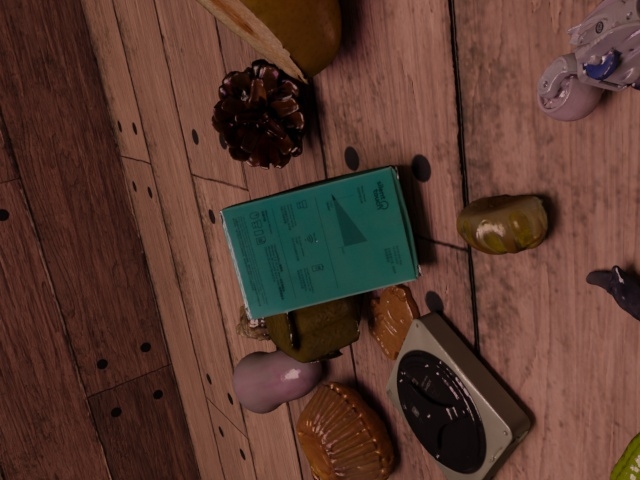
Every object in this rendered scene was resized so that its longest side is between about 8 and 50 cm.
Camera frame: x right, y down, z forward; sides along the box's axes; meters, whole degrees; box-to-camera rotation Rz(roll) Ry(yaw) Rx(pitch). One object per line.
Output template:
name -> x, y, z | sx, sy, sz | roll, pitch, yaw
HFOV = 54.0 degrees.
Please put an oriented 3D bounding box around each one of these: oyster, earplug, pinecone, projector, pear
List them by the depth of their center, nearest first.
pear -> -0.112, -0.459, 1.064 | 0.386, 0.191, 0.340 | 39, -178, -18
projector -> 0.225, 0.300, 1.128 | 0.259, 0.079, 0.257 | 52, 147, 33
pinecone -> -0.122, -0.248, 1.275 | 0.201, 0.202, 0.229 | -92, 3, -51
earplug -> -0.092, 0.355, 1.640 | 0.301, 0.172, 0.172 | -30, 81, 55
oyster -> -0.164, 0.166, 1.676 | 0.238, 0.115, 0.351 | 60, 149, 20

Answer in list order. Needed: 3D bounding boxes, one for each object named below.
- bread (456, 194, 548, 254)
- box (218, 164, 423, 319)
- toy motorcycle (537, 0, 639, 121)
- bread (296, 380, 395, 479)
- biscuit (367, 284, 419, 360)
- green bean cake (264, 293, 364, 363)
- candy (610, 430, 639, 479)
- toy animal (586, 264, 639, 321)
bread -> 0.250, -0.019, 0.888 | 0.157, 0.094, 0.083 | -5, 99, 52
box -> 0.000, 0.000, 1.102 | 0.118, 0.311, 0.205 | -90, -15, -79
toy motorcycle -> 0.321, -0.218, 0.656 | 0.112, 0.112, 0.254 | 65, 152, 10
bread -> 0.050, 0.461, 1.458 | 0.274, 0.149, 0.274 | 43, 147, 37
biscuit -> 0.144, 0.164, 1.241 | 0.133, 0.027, 0.184 | 63, 150, 17
green bean cake -> -0.028, 0.077, 1.333 | 0.285, 0.202, 0.310 | -158, 55, -69
candy -> 0.415, 0.318, 0.803 | 0.097, 0.097, 0.209 | 36, 133, 46
toy animal -> 0.409, 0.135, 0.651 | 0.206, 0.081, 0.367 | 95, 162, -54
